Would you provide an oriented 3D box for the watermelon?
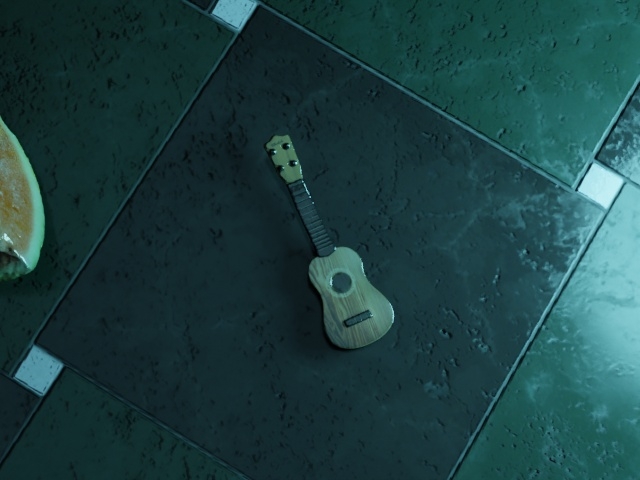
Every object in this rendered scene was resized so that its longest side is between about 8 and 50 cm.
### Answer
[{"bbox_3d":[-0.420,-0.047,1.319,0.146,0.128,0.231,-26,61,20],"label":"watermelon"}]

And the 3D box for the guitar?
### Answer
[{"bbox_3d":[0.000,0.000,1.342,0.084,0.038,0.271,-24,85,-6],"label":"guitar"}]
